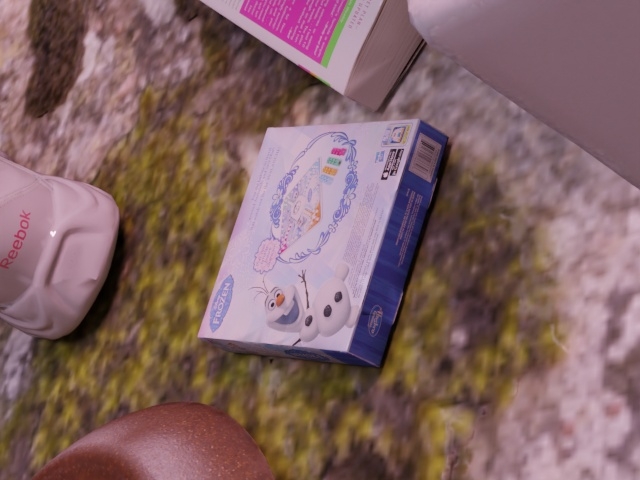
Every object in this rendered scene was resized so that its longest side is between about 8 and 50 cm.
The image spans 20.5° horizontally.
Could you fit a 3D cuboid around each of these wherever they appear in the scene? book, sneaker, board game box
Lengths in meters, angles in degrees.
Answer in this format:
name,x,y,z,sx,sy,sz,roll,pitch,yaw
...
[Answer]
name,x,y,z,sx,sy,sz,roll,pitch,yaw
book,0.004,-0.120,0.726,0.096,0.035,0.144,-60,36,8
sneaker,-0.193,-0.022,0.824,0.232,0.115,0.090,5,72,51
board game box,0.000,0.000,0.663,0.090,0.020,0.090,2,70,50

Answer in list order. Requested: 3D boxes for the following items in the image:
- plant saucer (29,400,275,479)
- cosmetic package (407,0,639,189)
name,x,y,z,sx,sy,sz,roll,pitch,yaw
plant saucer,-0.087,0.149,0.648,0.198,0.036,0.198,-31,47,39
cosmetic package,0.253,-0.136,0.279,0.453,0.230,0.161,-26,48,37
